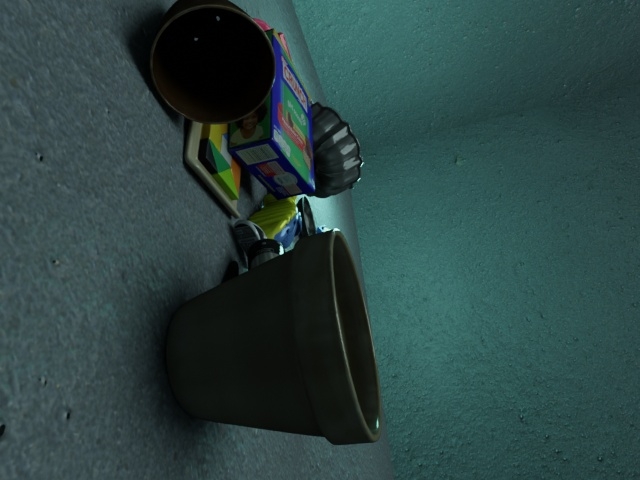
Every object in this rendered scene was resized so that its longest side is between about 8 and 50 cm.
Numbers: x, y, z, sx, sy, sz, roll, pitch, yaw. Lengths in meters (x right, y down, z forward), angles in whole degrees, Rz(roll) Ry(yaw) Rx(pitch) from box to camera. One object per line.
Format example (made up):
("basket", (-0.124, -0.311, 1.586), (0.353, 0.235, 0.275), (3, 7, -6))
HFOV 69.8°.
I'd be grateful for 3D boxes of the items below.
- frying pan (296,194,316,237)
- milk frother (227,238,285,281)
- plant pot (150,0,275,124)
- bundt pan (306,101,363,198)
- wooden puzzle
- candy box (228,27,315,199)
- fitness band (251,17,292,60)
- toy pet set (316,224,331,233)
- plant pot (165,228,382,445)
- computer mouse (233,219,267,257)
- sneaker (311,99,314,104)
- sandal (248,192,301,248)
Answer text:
("frying pan", (-0.036, -0.046, 1.790), (0.326, 0.053, 0.197), (63, 18, -61))
("milk frother", (-0.116, 0.095, 0.970), (0.134, 0.129, 0.143), (-107, 172, -60))
("plant pot", (-0.215, -0.376, 0.877), (0.215, 0.215, 0.230), (66, 2, -48))
("bundt pan", (-0.028, -0.275, 1.506), (0.124, 0.331, 0.330), (-42, 128, -34))
("wooden puzzle", (-0.220, -0.197, 1.004), (0.221, 0.044, 0.238), (59, 21, -59))
("candy box", (-0.113, -0.305, 1.155), (0.268, 0.122, 0.317), (46, 37, -62))
("fitness band", (-0.166, -0.477, 1.309), (0.209, 0.054, 0.290), (-45, 133, -31))
("toy pet set", (0.000, 0.000, 1.968), (0.122, 0.065, 0.114), (-81, -169, -56))
("plant pot", (-0.072, 0.164, 0.732), (0.323, 0.281, 0.323), (-12, 90, -79))
("computer mouse", (-0.135, 0.031, 1.061), (0.042, 0.106, 0.193), (-46, 121, -48))
("sneaker", (-0.120, -0.530, 1.600), (0.300, 0.111, 0.121), (41, 27, -44))
("sandal", (-0.106, -0.038, 1.236), (0.317, 0.126, 0.138), (-70, 150, -68))
